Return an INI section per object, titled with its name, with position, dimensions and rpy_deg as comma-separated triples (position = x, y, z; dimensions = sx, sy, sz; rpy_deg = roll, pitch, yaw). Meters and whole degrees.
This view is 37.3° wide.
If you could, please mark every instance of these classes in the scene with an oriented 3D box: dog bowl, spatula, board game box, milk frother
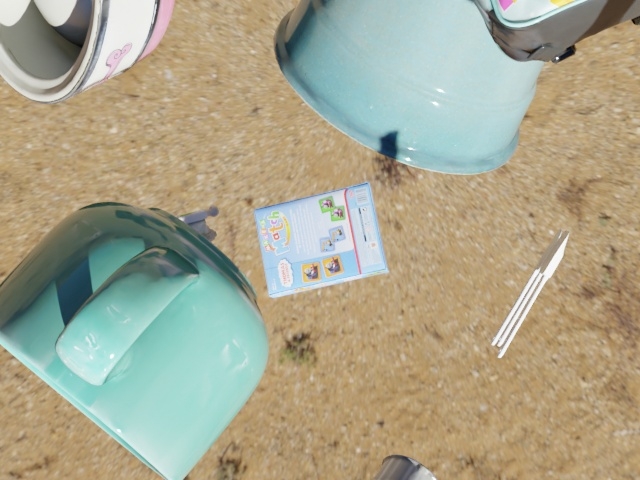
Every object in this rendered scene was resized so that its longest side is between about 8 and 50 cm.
[dog bowl]
position = -0.360, -0.405, 1.333
dimensions = 0.408, 0.150, 0.408
rpy_deg = 20, 119, 41
[spatula]
position = 0.357, 0.086, 1.626
dimensions = 0.019, 0.168, 0.242
rpy_deg = 30, 97, 2
[board game box]
position = 0.000, 0.000, 1.658
dimensions = 0.212, 0.039, 0.160
rpy_deg = -13, 77, 8
[milk frother]
position = 0.047, 0.320, 1.154
dimensions = 0.143, 0.135, 0.129
rpy_deg = 49, 139, -7

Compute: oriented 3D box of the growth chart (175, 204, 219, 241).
[growth chart]
position = -0.194, 0.080, 1.242
dimensions = 0.021, 0.172, 0.237
rpy_deg = 8, 102, 41

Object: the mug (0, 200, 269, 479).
[mug]
position = -0.082, 0.045, 0.460
dimensions = 0.097, 0.158, 0.129
rpy_deg = -51, 122, -18

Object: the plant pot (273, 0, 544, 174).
[plant pot]
position = 0.159, -0.314, 1.107
dimensions = 0.341, 0.341, 0.334
rpy_deg = 26, 128, -1

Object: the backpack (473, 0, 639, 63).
[backpack]
position = 0.159, -0.238, 0.634
dimensions = 0.166, 0.144, 0.188
rpy_deg = -23, 71, 11
